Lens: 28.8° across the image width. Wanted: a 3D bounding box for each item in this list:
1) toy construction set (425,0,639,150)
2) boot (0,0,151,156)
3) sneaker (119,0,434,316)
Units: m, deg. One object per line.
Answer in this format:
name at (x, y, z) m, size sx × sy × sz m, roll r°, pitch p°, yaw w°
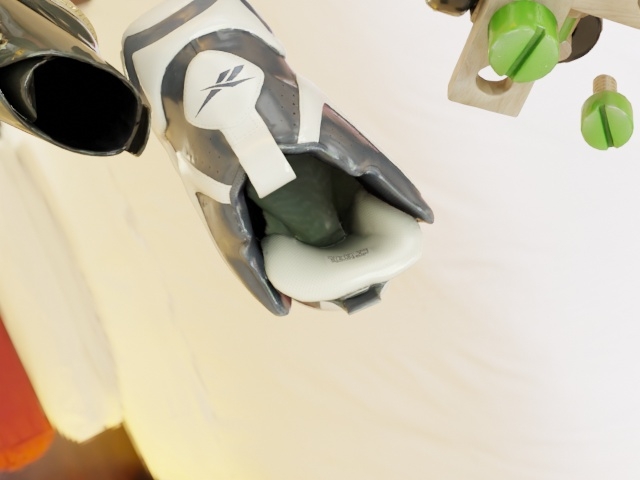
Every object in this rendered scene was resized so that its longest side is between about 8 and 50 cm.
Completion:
toy construction set at (0.186, -0.171, 0.660) m, size 0.257 × 0.237 × 0.309 m, roll 39°, pitch 126°, yaw -19°
boot at (-0.168, -0.094, 0.504) m, size 0.137 × 0.198 × 0.077 m, roll 42°, pitch 116°, yaw 56°
sneaker at (0.000, 0.000, 0.596) m, size 0.153 × 0.094 × 0.235 m, roll 59°, pitch 176°, yaw 41°
